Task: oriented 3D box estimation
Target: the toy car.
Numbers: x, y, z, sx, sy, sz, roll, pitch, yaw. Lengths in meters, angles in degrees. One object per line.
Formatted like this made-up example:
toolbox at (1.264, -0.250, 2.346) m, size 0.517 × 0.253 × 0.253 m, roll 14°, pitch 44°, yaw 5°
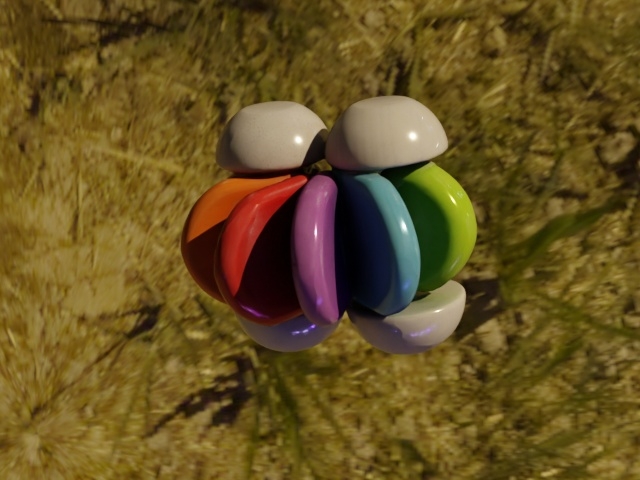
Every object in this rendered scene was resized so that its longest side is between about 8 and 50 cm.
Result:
toy car at (0.000, 0.000, 0.868) m, size 0.182 × 0.136 × 0.159 m, roll 0°, pitch 107°, yaw 23°
